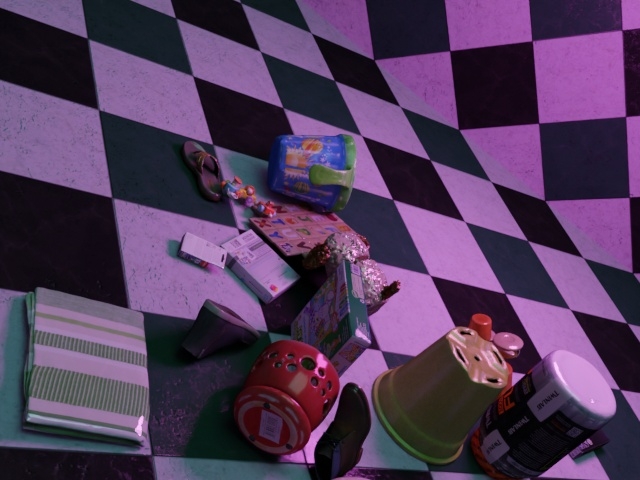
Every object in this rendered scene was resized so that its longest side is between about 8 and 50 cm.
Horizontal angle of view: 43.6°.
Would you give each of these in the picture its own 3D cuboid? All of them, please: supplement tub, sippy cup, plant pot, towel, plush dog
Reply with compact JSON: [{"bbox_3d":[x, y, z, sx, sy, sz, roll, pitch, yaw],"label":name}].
[{"bbox_3d":[0.537,0.443,1.969,0.207,0.338,0.207,26,33,-18],"label":"supplement tub"},{"bbox_3d":[-0.034,-0.213,2.360,0.224,0.305,0.240,7,65,-16],"label":"sippy cup"},{"bbox_3d":[0.308,0.353,1.934,0.276,0.254,0.276,27,32,-19],"label":"plant pot"},{"bbox_3d":[-0.078,0.327,1.644,0.191,0.191,0.174,39,38,2],"label":"plant pot"},{"bbox_3d":[-0.445,0.237,1.528,0.248,0.038,0.325,19,34,-31],"label":"towel"},{"bbox_3d":[0.081,0.080,2.077,0.262,0.210,0.225,-12,69,-51],"label":"plush dog"}]

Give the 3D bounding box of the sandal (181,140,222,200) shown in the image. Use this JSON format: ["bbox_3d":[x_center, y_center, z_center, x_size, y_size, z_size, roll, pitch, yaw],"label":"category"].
[{"bbox_3d":[-0.317,-0.201,2.204,0.090,0.060,0.219,10,41,-38],"label":"sandal"}]

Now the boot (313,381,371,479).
[{"bbox_3d":[0.044,0.405,1.653,0.082,0.219,0.106,17,28,29],"label":"boot"}]

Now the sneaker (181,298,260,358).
[{"bbox_3d":[-0.223,0.210,1.763,0.083,0.118,0.222,35,-3,32],"label":"sneaker"}]

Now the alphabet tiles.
[{"bbox_3d":[-0.028,-0.023,2.252,0.342,0.011,0.285,-6,39,-47],"label":"alphabet tiles"}]

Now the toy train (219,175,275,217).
[{"bbox_3d":[-0.193,-0.124,2.185,0.166,0.046,0.125,27,9,-42],"label":"toy train"}]

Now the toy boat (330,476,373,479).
[{"bbox_3d":[0.135,0.603,1.564,0.318,0.148,0.267,15,32,-21],"label":"toy boat"}]

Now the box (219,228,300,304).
[{"bbox_3d":[-0.158,0.064,2.043,0.186,0.038,0.145,42,32,9],"label":"box"}]

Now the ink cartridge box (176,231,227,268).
[{"bbox_3d":[-0.288,0.031,1.953,0.115,0.029,0.063,26,45,-20],"label":"ink cartridge box"}]

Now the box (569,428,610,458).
[{"bbox_3d":[0.736,0.532,2.341,0.184,0.045,0.190,-2,50,-44],"label":"box"}]

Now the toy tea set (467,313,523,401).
[{"bbox_3d":[0.467,0.345,2.283,0.200,0.124,0.336,15,29,19],"label":"toy tea set"}]

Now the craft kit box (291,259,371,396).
[{"bbox_3d":[0.017,0.212,1.830,0.061,0.246,0.250,22,34,-20],"label":"craft kit box"}]
